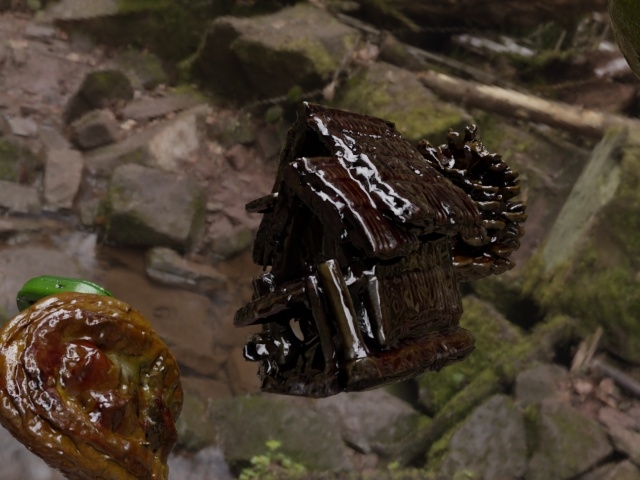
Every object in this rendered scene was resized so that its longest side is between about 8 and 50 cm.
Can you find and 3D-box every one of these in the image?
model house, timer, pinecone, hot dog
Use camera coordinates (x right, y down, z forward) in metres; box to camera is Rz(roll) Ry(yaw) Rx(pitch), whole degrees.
[{"bbox_3d":[0.000,0.000,0.987,0.297,0.282,0.317,-8,-2,37],"label":"model house"},{"bbox_3d":[-0.281,0.099,1.098,0.128,0.140,0.047,6,42,23],"label":"timer"},{"bbox_3d":[0.217,-0.039,1.492,0.243,0.257,0.243,28,-11,6],"label":"pinecone"},{"bbox_3d":[-0.183,0.137,0.786,0.099,0.227,0.160,-15,56,17],"label":"hot dog"}]

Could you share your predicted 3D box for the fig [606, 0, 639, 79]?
[{"bbox_3d":[0.518,-0.290,1.168,0.343,0.343,0.343,15,31,-9],"label":"fig"}]
